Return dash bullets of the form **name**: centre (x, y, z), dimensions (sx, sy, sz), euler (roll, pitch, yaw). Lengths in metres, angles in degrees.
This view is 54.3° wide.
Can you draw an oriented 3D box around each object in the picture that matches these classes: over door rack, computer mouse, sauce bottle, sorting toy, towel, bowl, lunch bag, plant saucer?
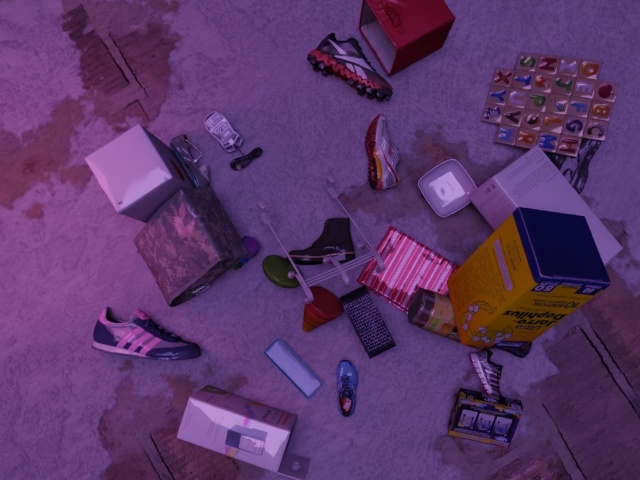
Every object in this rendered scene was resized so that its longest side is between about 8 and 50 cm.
- **over door rack**: centre (0.000, 0.000, 1.729), dimensions (0.240, 0.108, 0.324), euler (-22, 65, -15)
- **computer mouse**: centre (-0.269, -0.305, 1.865), dimensions (0.106, 0.042, 0.193), euler (-39, 89, 4)
- **sauce bottle**: centre (0.415, 0.235, 1.717), dimensions (0.345, 0.111, 0.111), euler (20, 86, -6)
- **sorting toy**: centre (-0.113, 0.141, 1.799), dimensions (0.366, 0.127, 0.126), euler (36, 117, 9)
- **towel**: centre (0.269, 0.108, 1.797), dimensions (0.275, 0.031, 0.198), euler (32, 86, 6)
- **bowl**: centre (0.365, -0.149, 1.804), dimensions (0.142, 0.053, 0.142), euler (-33, 84, 1)
- **lunch bag**: centre (-0.381, 0.024, 1.770), dimensions (0.287, 0.169, 0.235), euler (-36, 79, 27)
- **plant saucer**: centre (-0.079, 0.368, 1.800), dimensions (0.067, 0.018, 0.192), euler (-45, 85, -1)

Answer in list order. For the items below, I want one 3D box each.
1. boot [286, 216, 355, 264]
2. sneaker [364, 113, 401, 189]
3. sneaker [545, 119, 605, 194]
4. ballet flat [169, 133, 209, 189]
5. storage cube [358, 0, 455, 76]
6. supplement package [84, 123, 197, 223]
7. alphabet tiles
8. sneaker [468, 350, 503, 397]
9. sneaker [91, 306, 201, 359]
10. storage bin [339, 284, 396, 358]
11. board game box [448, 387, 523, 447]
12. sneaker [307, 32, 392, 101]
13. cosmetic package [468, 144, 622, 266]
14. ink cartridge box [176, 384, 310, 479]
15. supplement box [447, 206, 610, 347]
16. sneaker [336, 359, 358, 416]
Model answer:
- **boot**: centre (-0.003, -0.001, 1.810), dimensions (0.198, 0.077, 0.136), euler (-2, 80, -10)
- **sneaker**: centre (0.185, -0.257, 1.820), dimensions (0.093, 0.088, 0.225), euler (-2, 84, -17)
- **sneaker**: centre (0.714, -0.257, 1.771), dimensions (0.130, 0.109, 0.286), euler (22, 84, 12)
- **ballet flat**: centre (-0.369, -0.223, 1.848), dimensions (0.068, 0.072, 0.213), euler (-32, 83, -6)
- **storage cube**: centre (0.242, -0.619, 1.780), dimensions (0.193, 0.215, 0.183), euler (-30, 83, -6)
- **supplement package**: centre (-0.482, -0.173, 1.737), dimensions (0.175, 0.293, 0.177), euler (-33, 84, 0)
- **alphabet tiles**: centre (0.647, -0.392, 1.776), dimensions (0.343, 0.011, 0.285), euler (15, 85, 23)
- **sneaker**: centre (0.483, 0.380, 1.741), dimensions (0.075, 0.063, 0.170), euler (-27, 79, 7)
- **sneaker**: centre (-0.495, 0.267, 1.787), dimensions (0.319, 0.112, 0.131), euler (7, 88, 3)
- **storage bin**: centre (0.130, 0.224, 1.739), dimensions (0.084, 0.122, 0.180), euler (-28, 91, 1)
- **board game box**: centre (0.449, 0.486, 1.709), dimensions (0.170, 0.048, 0.141), euler (12, 120, 4)
- **sneaker**: centre (0.104, -0.515, 1.831), dimensions (0.276, 0.097, 0.135), euler (31, 89, 7)
- **cosmetic package**: centre (0.609, -0.050, 1.704), dimensions (0.197, 0.155, 0.365), euler (-33, 84, -22)
- **ink cartridge box**: centre (-0.184, 0.516, 1.696), dimensions (0.354, 0.207, 0.119), euler (18, 87, 4)
- **supplement box**: centre (0.495, 0.105, 1.543), dimensions (0.194, 0.356, 0.195), euler (6, 55, -18)
- **sneaker**: centre (0.077, 0.418, 1.757), dimensions (0.064, 0.073, 0.162), euler (-4, 84, 3)
